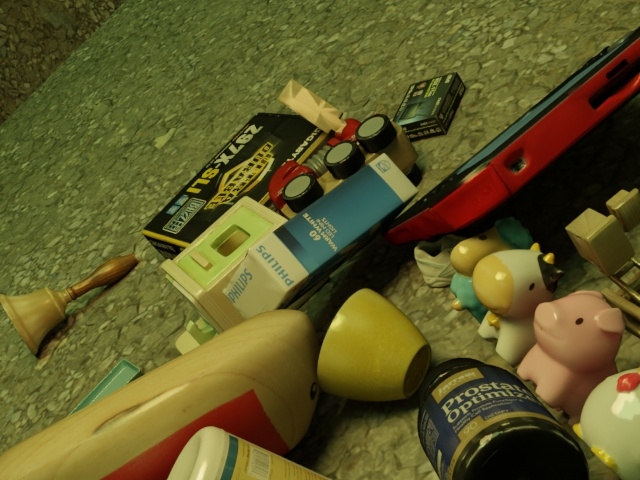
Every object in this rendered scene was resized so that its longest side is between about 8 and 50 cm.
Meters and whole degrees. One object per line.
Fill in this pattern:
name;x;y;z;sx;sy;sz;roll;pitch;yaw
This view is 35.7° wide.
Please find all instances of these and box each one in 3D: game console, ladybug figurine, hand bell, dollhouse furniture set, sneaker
game console;0.257;-0.134;1.246;0.387;0.060;0.342;-38;5;-11
ladybug figurine;-0.188;0.239;1.171;0.450;0.161;0.305;-28;-1;-4
hand bell;-0.439;0.089;1.780;0.242;0.126;0.126;-32;28;-15
dollhouse furniture set;0.369;-0.002;0.994;0.182;0.161;0.101;-40;30;-5
sneaker;0.185;0.022;1.252;0.152;0.061;0.053;-10;38;36

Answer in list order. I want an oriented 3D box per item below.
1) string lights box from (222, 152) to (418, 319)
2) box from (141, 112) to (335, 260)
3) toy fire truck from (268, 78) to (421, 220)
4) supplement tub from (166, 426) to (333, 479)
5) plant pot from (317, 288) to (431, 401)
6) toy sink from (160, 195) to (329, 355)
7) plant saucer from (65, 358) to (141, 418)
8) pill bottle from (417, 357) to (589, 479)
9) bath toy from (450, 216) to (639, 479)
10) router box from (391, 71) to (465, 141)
string lights box;0.000;0.000;1.322;0.260;0.076;0.133;-37;-9;-32
box;-0.124;-0.085;1.702;0.322;0.079;0.257;-48;30;-19
toy fire truck;0.000;-0.133;1.546;0.217;0.158;0.246;-40;33;-5
supplement tub;-0.054;0.282;0.962;0.144;0.200;0.144;-59;12;21
plant pot;0.073;0.135;1.163;0.095;0.134;0.134;22;60;27
toy sink;-0.135;0.065;1.448;0.234;0.131;0.153;-43;30;-9
plant saucer;-0.350;0.261;1.510;0.192;0.018;0.067;-48;32;-17
pill bottle;0.161;0.191;0.952;0.123;0.122;0.219;-36;14;1
bath toy;0.250;0.098;0.988;0.129;0.151;0.348;-45;32;4
router box;0.174;-0.215;1.612;0.092;0.038;0.122;-10;39;37
